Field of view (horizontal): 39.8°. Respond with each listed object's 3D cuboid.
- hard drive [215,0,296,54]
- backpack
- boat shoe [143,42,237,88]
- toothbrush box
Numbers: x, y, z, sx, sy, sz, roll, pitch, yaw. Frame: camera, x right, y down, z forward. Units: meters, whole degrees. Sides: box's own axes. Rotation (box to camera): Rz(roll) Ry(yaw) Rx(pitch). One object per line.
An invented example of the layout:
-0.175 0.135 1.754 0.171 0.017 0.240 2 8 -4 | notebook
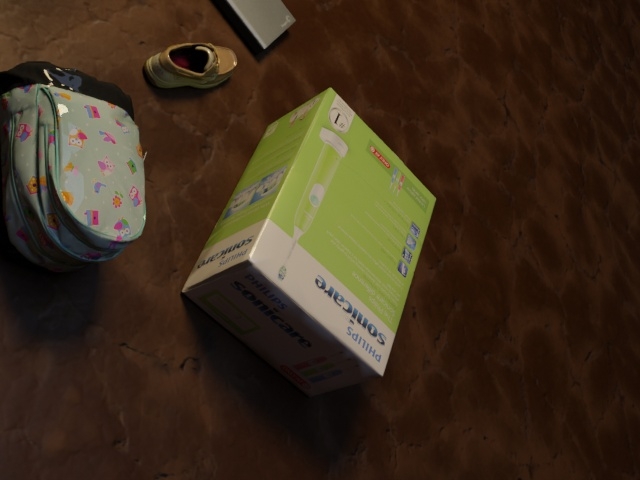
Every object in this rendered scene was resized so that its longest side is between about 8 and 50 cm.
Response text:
-0.098 -0.317 1.148 0.135 0.022 0.094 52 43 -15 | hard drive
-0.232 -0.064 0.815 0.152 0.115 0.182 12 65 -45 | backpack
-0.141 -0.206 1.031 0.135 0.045 0.050 -26 91 -49 | boat shoe
0.000 0.000 1.019 0.206 0.122 0.283 43 45 -24 | toothbrush box
